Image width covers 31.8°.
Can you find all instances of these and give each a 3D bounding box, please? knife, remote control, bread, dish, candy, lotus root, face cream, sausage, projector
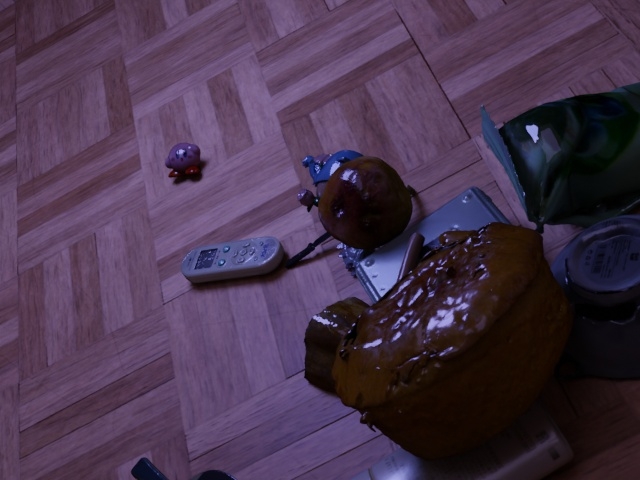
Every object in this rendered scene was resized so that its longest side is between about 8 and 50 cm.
[{"bbox_3d":[0.000,0.000,2.041,0.170,0.010,0.023,-35,33,21],"label":"knife"},{"bbox_3d":[-0.166,0.039,2.123,0.221,0.042,0.078,-9,46,29],"label":"remote control"},{"bbox_3d":[0.188,0.136,1.560,0.336,0.204,0.358,-29,16,27],"label":"bread"},{"bbox_3d":[0.440,0.059,1.622,0.303,0.120,0.303,-19,41,17],"label":"dish"},{"bbox_3d":[0.472,-0.162,1.798,0.397,0.172,0.263,-20,44,-2],"label":"candy"},{"bbox_3d":[0.040,0.166,1.803,0.135,0.095,0.159,17,78,42],"label":"lotus root"},{"bbox_3d":[0.169,0.332,1.560,0.348,0.081,0.173,-33,33,2],"label":"face cream"},{"bbox_3d":[0.141,0.039,1.770,0.026,0.026,0.116,-5,49,31],"label":"sausage"},{"bbox_3d":[0.201,0.045,1.817,0.256,0.099,0.192,-33,41,2],"label":"projector"}]

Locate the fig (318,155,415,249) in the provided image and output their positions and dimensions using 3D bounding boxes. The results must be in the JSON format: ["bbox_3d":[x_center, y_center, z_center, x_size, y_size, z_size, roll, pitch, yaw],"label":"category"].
[{"bbox_3d":[0.103,-0.071,1.948,0.159,0.159,0.257,-5,9,31],"label":"fig"}]

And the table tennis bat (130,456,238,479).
[{"bbox_3d":[-0.212,0.427,1.776,0.173,0.022,0.301,-48,42,-16],"label":"table tennis bat"}]

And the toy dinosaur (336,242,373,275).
[{"bbox_3d":[0.069,0.006,1.995,0.082,0.039,0.209,-28,35,12],"label":"toy dinosaur"}]

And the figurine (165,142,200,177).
[{"bbox_3d":[-0.294,-0.174,2.406,0.083,0.071,0.067,-8,4,17],"label":"figurine"}]

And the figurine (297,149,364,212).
[{"bbox_3d":[0.021,-0.103,2.099,0.144,0.114,0.178,-53,31,-11],"label":"figurine"}]
